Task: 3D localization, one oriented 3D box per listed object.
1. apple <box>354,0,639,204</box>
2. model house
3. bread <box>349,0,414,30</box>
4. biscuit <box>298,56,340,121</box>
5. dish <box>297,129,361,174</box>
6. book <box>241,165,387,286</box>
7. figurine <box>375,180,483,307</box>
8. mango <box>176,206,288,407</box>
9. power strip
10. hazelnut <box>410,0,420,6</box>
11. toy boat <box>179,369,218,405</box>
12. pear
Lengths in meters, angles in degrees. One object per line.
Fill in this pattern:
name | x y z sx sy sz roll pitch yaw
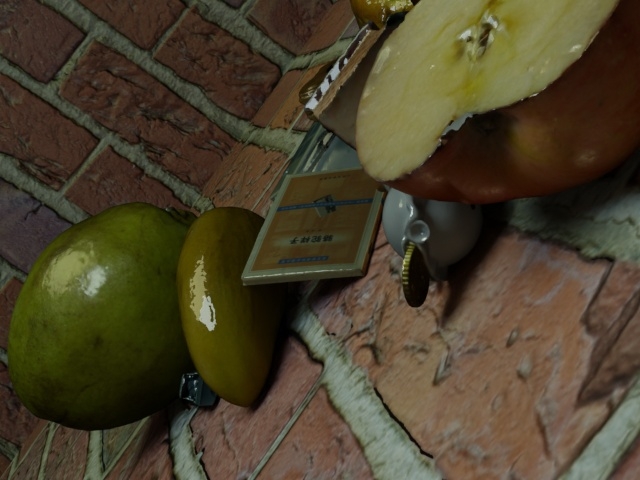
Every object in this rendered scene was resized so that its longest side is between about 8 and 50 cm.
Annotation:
apple | 0.186 -0.131 0.775 0.293 0.163 0.251 -23 43 48
model house | 0.095 -0.168 1.126 0.166 0.183 0.172 -53 15 3
bread | 0.117 -0.332 1.353 0.147 0.160 0.260 -25 40 -2
biscuit | 0.074 -0.272 1.467 0.208 0.041 0.290 7 37 42
dish | 0.040 -0.148 1.471 0.243 0.080 0.182 -57 14 -11
book | 0.001 -0.028 1.254 0.170 0.018 0.241 -6 37 20
figurine | 0.109 -0.054 0.928 0.143 0.143 0.271 -31 27 58
mango | -0.126 0.071 1.287 0.142 0.195 0.331 -22 27 14
power strip | -0.014 -0.177 1.774 0.270 0.046 0.118 -62 16 -23
hazelnut | 0.218 -0.405 0.977 0.421 0.353 0.421 180 90 -86
toy boat | -0.191 0.227 1.413 0.141 0.060 0.055 155 123 -72
pear | -0.330 0.132 1.534 0.413 0.352 0.352 -56 14 8
